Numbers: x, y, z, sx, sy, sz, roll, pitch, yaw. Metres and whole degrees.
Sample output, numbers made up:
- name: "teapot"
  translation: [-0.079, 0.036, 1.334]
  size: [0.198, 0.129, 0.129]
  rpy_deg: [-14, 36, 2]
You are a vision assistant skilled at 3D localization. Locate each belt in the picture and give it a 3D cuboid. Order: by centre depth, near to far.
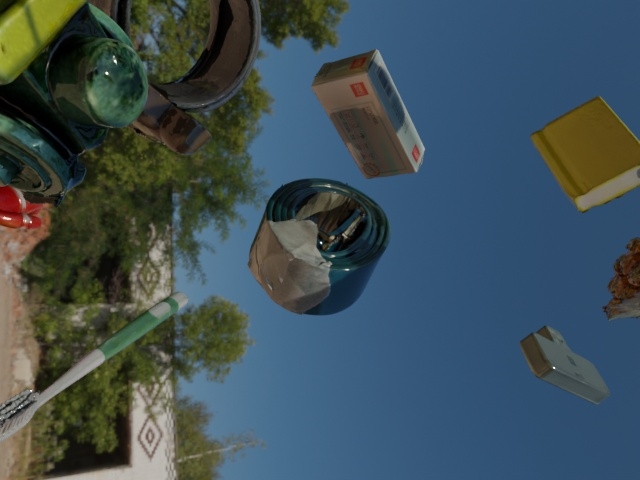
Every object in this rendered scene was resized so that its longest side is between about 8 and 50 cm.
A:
- name: "belt"
  translation: [0.000, 0.000, 1.289]
  size: [0.173, 0.300, 0.436]
  rpy_deg: [-66, 171, 27]

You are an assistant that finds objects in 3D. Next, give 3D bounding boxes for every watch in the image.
- name: "watch"
  translation: [-0.275, -0.360, 0.873]
  size: [0.314, 0.335, 0.327]
  rpy_deg: [30, -96, 38]

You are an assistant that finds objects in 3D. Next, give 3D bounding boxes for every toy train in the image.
- name: "toy train"
  translation: [-0.292, -0.152, 0.352]
  size: [0.237, 0.368, 0.150]
  rpy_deg: [67, 38, -52]

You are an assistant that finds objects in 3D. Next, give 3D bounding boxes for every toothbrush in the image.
- name: "toothbrush"
  translation: [-0.169, 0.085, 0.429]
  size: [0.024, 0.018, 0.257]
  rpy_deg: [-56, 177, 16]

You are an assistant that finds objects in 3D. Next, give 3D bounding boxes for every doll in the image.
- name: "doll"
  translation: [-0.426, -0.042, 0.634]
  size: [0.076, 0.142, 0.245]
  rpy_deg: [-62, -170, 12]

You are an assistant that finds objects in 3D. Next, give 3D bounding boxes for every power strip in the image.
- name: "power strip"
  translation: [0.640, 0.318, 1.419]
  size: [0.059, 0.264, 0.194]
  rpy_deg: [-51, -154, 29]

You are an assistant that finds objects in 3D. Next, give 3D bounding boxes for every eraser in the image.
- name: "eraser"
  translation: [0.542, -0.175, 1.068]
  size: [0.158, 0.069, 0.226]
  rpy_deg: [-31, -137, 23]

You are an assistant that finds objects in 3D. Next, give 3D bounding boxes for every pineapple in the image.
- name: "pineapple"
  translation: [0.737, 0.055, 1.182]
  size: [0.286, 0.344, 0.209]
  rpy_deg: [143, -48, -61]

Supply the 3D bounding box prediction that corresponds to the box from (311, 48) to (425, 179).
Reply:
- name: "box"
  translation: [0.103, -0.246, 1.086]
  size: [0.135, 0.269, 0.079]
  rpy_deg: [-2, -131, 36]
